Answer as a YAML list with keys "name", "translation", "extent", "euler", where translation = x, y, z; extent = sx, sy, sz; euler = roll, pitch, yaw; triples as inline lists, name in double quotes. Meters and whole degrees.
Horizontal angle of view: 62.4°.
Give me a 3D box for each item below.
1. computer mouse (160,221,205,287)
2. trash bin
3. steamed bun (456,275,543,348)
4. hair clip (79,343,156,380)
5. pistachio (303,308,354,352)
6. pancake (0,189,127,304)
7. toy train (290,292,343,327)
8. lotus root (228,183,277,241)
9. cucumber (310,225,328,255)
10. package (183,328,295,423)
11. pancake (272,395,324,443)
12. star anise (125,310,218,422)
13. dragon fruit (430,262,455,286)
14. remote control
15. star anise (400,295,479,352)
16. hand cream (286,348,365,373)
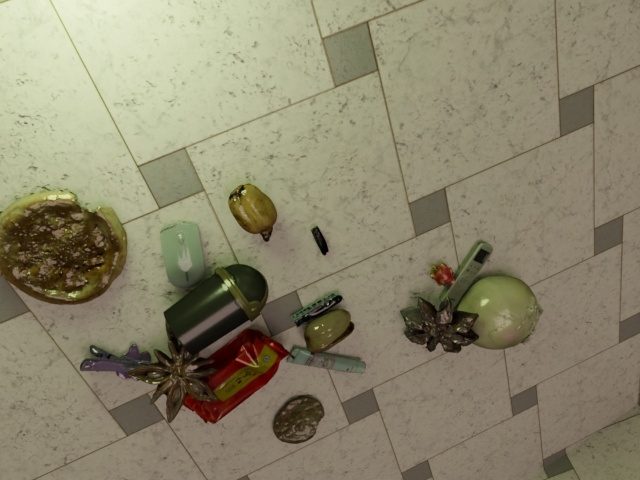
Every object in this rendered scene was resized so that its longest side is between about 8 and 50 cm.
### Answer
- name: "computer mouse"
  translation: [-0.440, 0.051, 1.702]
  extent: [0.127, 0.079, 0.231]
  euler: [-13, 117, -16]
- name: "trash bin"
  translation: [-0.326, 0.206, 1.732]
  extent: [0.333, 0.214, 0.214]
  euler: [-32, 123, -10]
- name: "steamed bun"
  translation: [0.734, 0.318, 2.181]
  extent: [0.311, 0.233, 0.334]
  euler: [0, 115, -21]
- name: "hair clip"
  translation: [-0.679, 0.415, 1.807]
  extent: [0.278, 0.090, 0.137]
  euler: [18, 97, -35]
- name: "pistachio"
  translation: [0.031, 0.344, 1.998]
  extent: [0.206, 0.131, 0.130]
  euler: [-28, 131, -8]
- name: "pancake"
  translation: [-0.766, 0.020, 1.566]
  extent: [0.381, 0.071, 0.383]
  euler: [-9, 120, -16]
- name: "toy train"
  translation: [-0.011, 0.255, 1.982]
  extent: [0.207, 0.047, 0.043]
  euler: [-29, 124, -5]
- name: "lotus root"
  translation: [-0.208, -0.088, 1.687]
  extent: [0.125, 0.118, 0.221]
  euler: [-16, 131, 27]
- name: "cucumber"
  translation: [0.001, 0.001, 1.859]
  extent: [0.033, 0.034, 0.135]
  euler: [-32, 123, -7]
- name: "package"
  translation: [-0.315, 0.491, 1.950]
  extent: [0.423, 0.123, 0.196]
  euler: [-39, 123, 3]
- name: "pancake"
  translation: [-0.092, 0.753, 2.222]
  extent: [0.222, 0.042, 0.237]
  euler: [-3, 115, -14]
- name: "star anise"
  translation: [-0.487, 0.438, 1.813]
  extent: [0.292, 0.109, 0.350]
  euler: [-44, 100, -20]
- name: "dragon fruit"
  translation: [0.478, 0.130, 2.077]
  extent: [0.086, 0.081, 0.116]
  euler: [-36, 124, 13]
- name: "remote control"
  translation: [0.590, 0.140, 2.148]
  extent: [0.090, 0.038, 0.310]
  euler: [23, 106, -29]
- name: "star anise"
  translation: [0.472, 0.348, 2.109]
  extent: [0.331, 0.118, 0.332]
  euler: [13, 130, 16]
- name: "hand cream"
  translation: [0.028, 0.484, 2.120]
  extent: [0.330, 0.058, 0.085]
  euler: [17, 127, -22]
